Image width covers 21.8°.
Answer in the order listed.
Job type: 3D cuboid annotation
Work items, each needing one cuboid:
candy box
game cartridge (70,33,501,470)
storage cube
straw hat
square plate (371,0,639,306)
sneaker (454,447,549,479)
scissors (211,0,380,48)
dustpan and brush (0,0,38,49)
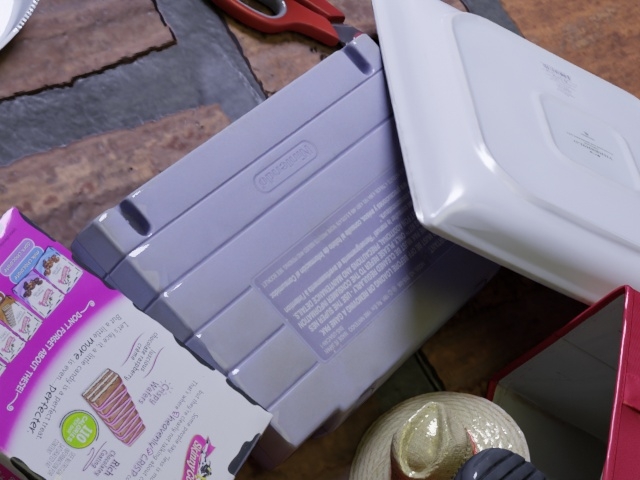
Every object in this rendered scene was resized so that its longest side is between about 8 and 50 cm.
[{"bbox_3d":[-0.167,0.112,1.104,0.233,0.071,0.159,39,47,-5],"label":"candy box"},{"bbox_3d":[0.000,0.000,1.297,0.230,0.068,0.355,52,47,0],"label":"game cartridge"},{"bbox_3d":[0.243,0.182,1.256,0.193,0.183,0.215,29,50,-16],"label":"storage cube"},{"bbox_3d":[0.080,0.154,1.199,0.144,0.061,0.144,-8,51,10],"label":"straw hat"},{"bbox_3d":[0.211,-0.068,1.395,0.347,0.049,0.344,24,33,-23],"label":"square plate"},{"bbox_3d":[0.135,0.306,1.112,0.122,0.146,0.330,-19,87,-53],"label":"sneaker"},{"bbox_3d":[0.016,-0.173,1.445,0.297,0.021,0.109,37,46,-10],"label":"scissors"},{"bbox_3d":[-0.250,-0.244,1.281,0.147,0.060,0.211,42,48,-4],"label":"dustpan and brush"}]
